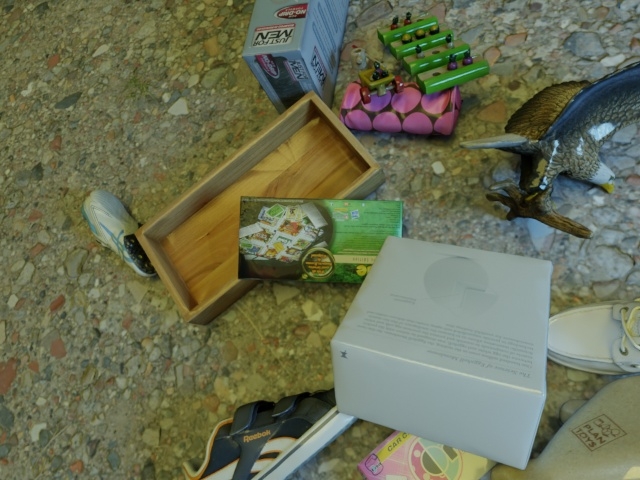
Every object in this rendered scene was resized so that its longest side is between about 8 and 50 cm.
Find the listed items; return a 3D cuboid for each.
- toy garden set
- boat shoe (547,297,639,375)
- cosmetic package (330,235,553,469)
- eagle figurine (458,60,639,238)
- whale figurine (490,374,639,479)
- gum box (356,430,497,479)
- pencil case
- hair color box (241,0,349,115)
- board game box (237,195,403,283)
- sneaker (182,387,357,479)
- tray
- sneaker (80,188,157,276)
[{"bbox_3d":[0.141,-0.330,0.821,0.204,0.049,0.244,-19,45,-1],"label":"toy garden set"},{"bbox_3d":[0.404,0.108,0.570,0.277,0.096,0.098,-10,64,35],"label":"boat shoe"},{"bbox_3d":[0.159,0.123,0.601,0.224,0.138,0.224,10,35,22],"label":"cosmetic package"},{"bbox_3d":[0.369,-0.154,0.669,0.226,0.225,0.298,37,95,37],"label":"eagle figurine"},{"bbox_3d":[0.337,0.262,0.521,0.272,0.216,0.141,-24,102,0],"label":"whale figurine"},{"bbox_3d":[0.151,0.290,0.635,0.188,0.062,0.107,-42,63,0],"label":"gum box"},{"bbox_3d":[0.138,-0.237,0.828,0.209,0.095,0.098,7,103,21],"label":"pencil case"},{"bbox_3d":[-0.029,-0.451,0.911,0.114,0.185,0.374,2,71,19],"label":"hair color box"},{"bbox_3d":[0.000,0.000,0.757,0.260,0.030,0.136,2,87,3],"label":"board game box"},{"bbox_3d":[-0.069,0.279,0.679,0.321,0.126,0.127,-40,68,3],"label":"sneaker"},{"bbox_3d":[-0.109,-0.057,0.842,0.411,0.076,0.203,-38,69,1],"label":"tray"},{"bbox_3d":[-0.392,-0.005,0.933,0.237,0.085,0.086,44,114,24],"label":"sneaker"}]
